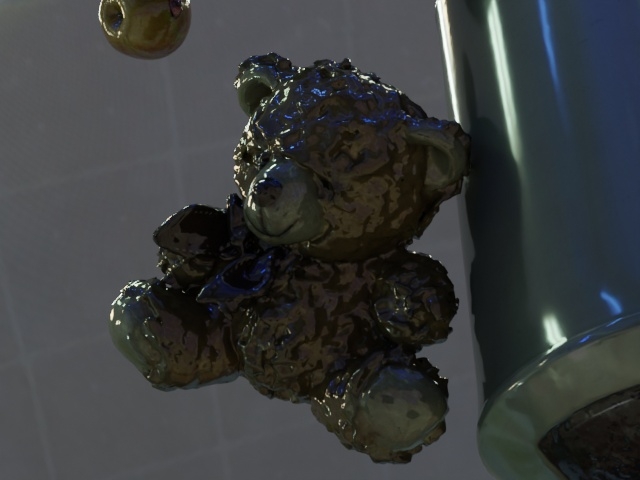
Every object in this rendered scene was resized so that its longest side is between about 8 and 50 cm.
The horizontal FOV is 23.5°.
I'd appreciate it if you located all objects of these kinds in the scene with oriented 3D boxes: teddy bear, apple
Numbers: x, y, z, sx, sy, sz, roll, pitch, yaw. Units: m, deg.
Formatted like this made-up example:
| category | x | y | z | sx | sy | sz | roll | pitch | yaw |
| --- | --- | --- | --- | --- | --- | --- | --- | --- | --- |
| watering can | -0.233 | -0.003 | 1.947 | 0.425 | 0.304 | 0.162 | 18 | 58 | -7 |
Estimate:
| category | x | y | z | sx | sy | sz | roll | pitch | yaw |
| --- | --- | --- | --- | --- | --- | --- | --- | --- | --- |
| teddy bear | 0.000 | 0.000 | 1.081 | 0.156 | 0.267 | 0.256 | -29 | -46 | -60 |
| apple | -0.154 | -0.197 | 1.336 | 0.071 | 0.084 | 0.084 | -1 | -58 | -51 |

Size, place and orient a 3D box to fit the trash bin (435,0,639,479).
| category | x | y | z | sx | sy | sz | roll | pitch | yaw |
| --- | --- | --- | --- | --- | --- | --- | --- | --- | --- |
| trash bin | 0.226 | -0.010 | 1.062 | 0.280 | 0.432 | 0.280 | -4 | -34 | -3 |
